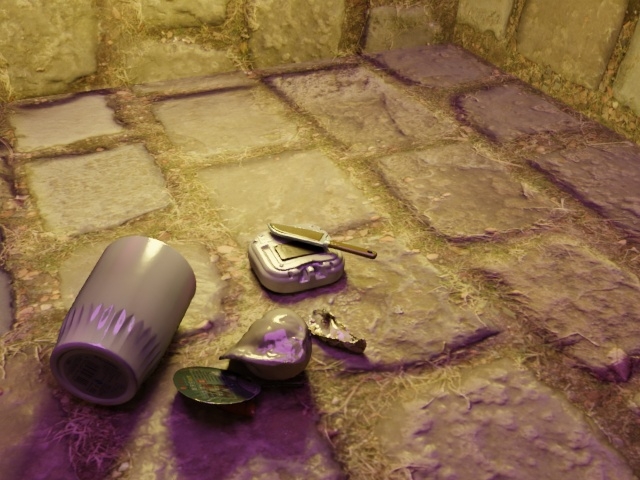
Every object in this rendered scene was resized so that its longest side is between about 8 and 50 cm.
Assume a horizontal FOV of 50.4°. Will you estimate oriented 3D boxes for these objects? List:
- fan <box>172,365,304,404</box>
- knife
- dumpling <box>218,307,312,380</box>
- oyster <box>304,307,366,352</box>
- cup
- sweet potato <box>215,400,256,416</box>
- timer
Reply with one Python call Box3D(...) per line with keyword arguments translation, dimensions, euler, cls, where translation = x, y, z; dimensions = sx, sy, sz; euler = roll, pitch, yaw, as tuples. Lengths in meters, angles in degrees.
Box3D(translation=(-0.198, 0.334, 1.543), dimensions=(0.294, 0.012, 0.223), euler=(9, 7, 6), cls="fan")
Box3D(translation=(0.000, -0.001, 1.957), dimensions=(0.343, 0.027, 0.061), euler=(14, 37, 13), cls="knife")
Box3D(translation=(-0.132, 0.261, 1.637), dimensions=(0.227, 0.243, 0.175), euler=(-16, 67, -10), cls="dumpling")
Box3D(translation=(0.025, 0.242, 1.762), dimensions=(0.106, 0.061, 0.200), euler=(-32, 43, -15), cls="oyster")
Box3D(translation=(-0.464, 0.187, 1.617), dimensions=(0.253, 0.253, 0.371), euler=(8, 39, 5), cls="cup")
Box3D(translation=(-0.226, 0.359, 1.564), dimensions=(0.195, 0.056, 0.056), euler=(20, 38, 31), cls="sweet potato")
Box3D(translation=(-0.069, 0.044, 1.984), dimensions=(0.262, 0.087, 0.237), euler=(-12, 39, -22), cls="timer")
